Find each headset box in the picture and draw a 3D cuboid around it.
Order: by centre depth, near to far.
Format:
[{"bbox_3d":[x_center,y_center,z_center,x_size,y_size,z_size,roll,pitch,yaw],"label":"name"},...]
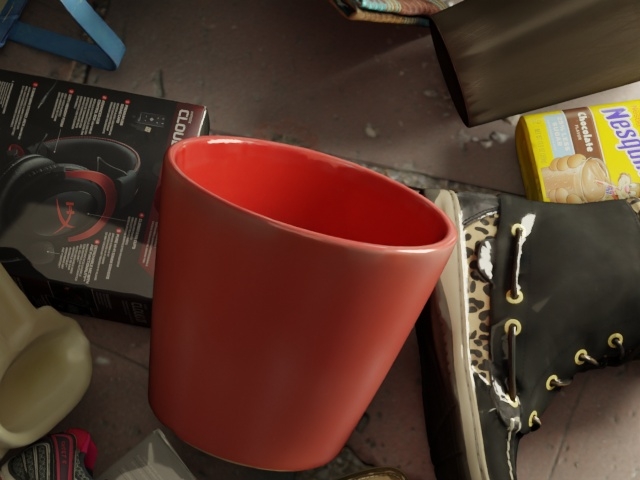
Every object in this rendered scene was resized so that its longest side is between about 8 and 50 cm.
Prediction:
[{"bbox_3d":[-0.247,-0.041,1.402,0.293,0.110,0.218,10,70,1],"label":"headset box"}]

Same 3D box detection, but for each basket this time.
[{"bbox_3d":[-0.362,-0.271,1.414,0.289,0.255,0.201,13,71,22],"label":"basket"},{"bbox_3d":[0.242,-0.217,1.460,0.227,0.204,0.154,-20,69,0],"label":"basket"}]

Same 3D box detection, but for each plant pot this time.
[{"bbox_3d":[-0.039,0.061,1.276,0.275,0.275,0.243,18,109,4],"label":"plant pot"}]

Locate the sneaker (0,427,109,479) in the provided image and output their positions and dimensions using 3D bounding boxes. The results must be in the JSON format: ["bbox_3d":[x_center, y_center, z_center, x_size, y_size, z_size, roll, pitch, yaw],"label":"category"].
[{"bbox_3d":[-0.165,0.283,1.146,0.112,0.121,0.299,-37,72,-18],"label":"sneaker"}]

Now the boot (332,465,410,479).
[{"bbox_3d":[-0.006,0.260,1.272,0.213,0.165,0.077,-21,73,-8],"label":"boot"}]

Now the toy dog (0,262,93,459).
[{"bbox_3d":[-0.465,0.155,1.211,0.408,0.284,0.395,-20,33,30],"label":"toy dog"}]

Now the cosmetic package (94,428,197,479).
[{"bbox_3d":[-0.211,0.297,1.272,0.238,0.127,0.107,-35,74,-16],"label":"cosmetic package"}]

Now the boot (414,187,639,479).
[{"bbox_3d":[0.244,0.122,1.353,0.284,0.138,0.377,-5,74,-9],"label":"boot"}]

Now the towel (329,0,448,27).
[{"bbox_3d":[-0.028,-0.365,1.474,0.370,0.271,0.040,47,114,13],"label":"towel"}]

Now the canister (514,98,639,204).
[{"bbox_3d":[0.302,-0.086,1.465,0.170,0.073,0.126,-8,71,-4],"label":"canister"}]
